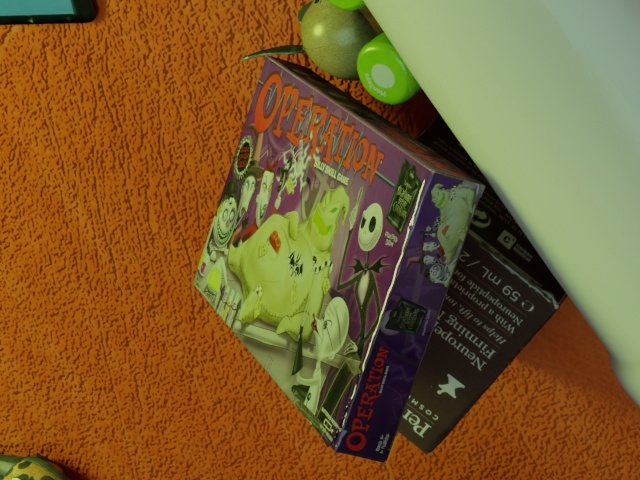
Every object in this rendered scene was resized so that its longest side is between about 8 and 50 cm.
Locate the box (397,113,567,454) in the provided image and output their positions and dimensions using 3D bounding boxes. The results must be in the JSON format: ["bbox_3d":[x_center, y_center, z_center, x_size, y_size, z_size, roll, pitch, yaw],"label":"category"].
[{"bbox_3d":[0.103,0.022,1.441,0.168,0.167,0.203,38,129,4],"label":"box"}]

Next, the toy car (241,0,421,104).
[{"bbox_3d":[0.026,-0.182,1.384,0.188,0.155,0.149,-8,114,45],"label":"toy car"}]

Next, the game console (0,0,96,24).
[{"bbox_3d":[-0.284,-0.234,1.555,0.144,0.124,0.085,2,92,27],"label":"game console"}]

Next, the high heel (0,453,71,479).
[{"bbox_3d":[-0.318,0.346,1.906,0.186,0.093,0.261,6,112,33],"label":"high heel"}]

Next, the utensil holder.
[{"bbox_3d":[0.234,-0.135,1.186,0.327,0.327,0.385,-32,97,38],"label":"utensil holder"}]

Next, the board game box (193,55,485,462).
[{"bbox_3d":[0.000,0.000,1.345,0.056,0.347,0.208,18,100,-25],"label":"board game box"}]
